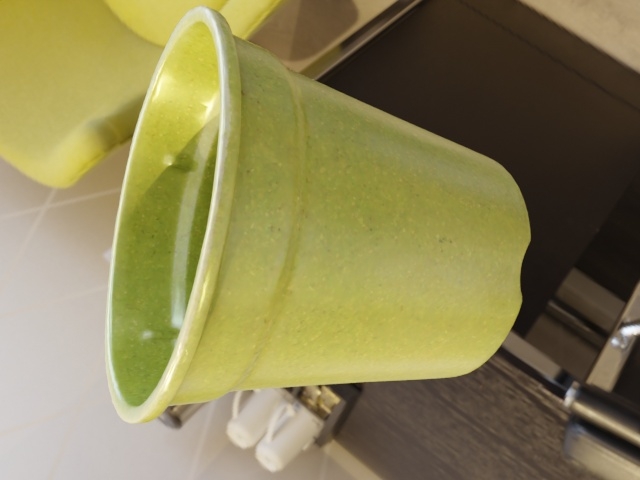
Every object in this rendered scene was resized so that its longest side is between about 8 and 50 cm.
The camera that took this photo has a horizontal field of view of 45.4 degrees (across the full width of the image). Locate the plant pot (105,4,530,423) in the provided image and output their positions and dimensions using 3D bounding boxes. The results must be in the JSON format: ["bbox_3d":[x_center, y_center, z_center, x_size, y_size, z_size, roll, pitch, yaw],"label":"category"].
[{"bbox_3d":[0.000,0.000,0.564,0.254,0.276,0.276,9,156,-25],"label":"plant pot"}]
